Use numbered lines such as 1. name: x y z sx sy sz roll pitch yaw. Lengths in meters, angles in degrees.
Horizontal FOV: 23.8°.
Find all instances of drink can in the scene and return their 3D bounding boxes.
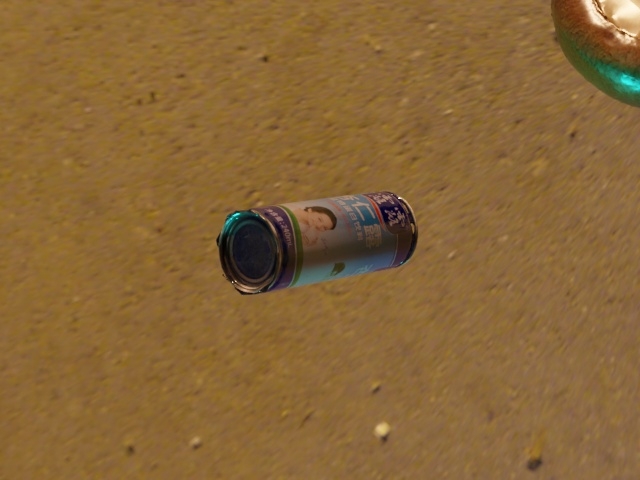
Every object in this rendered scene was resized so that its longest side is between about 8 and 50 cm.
1. drink can: 0.000 0.000 1.686 0.097 0.235 0.097 7 100 42

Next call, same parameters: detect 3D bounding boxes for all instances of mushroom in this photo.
1. mushroom: 0.414 -0.273 1.809 0.278 0.297 0.163 12 142 24
